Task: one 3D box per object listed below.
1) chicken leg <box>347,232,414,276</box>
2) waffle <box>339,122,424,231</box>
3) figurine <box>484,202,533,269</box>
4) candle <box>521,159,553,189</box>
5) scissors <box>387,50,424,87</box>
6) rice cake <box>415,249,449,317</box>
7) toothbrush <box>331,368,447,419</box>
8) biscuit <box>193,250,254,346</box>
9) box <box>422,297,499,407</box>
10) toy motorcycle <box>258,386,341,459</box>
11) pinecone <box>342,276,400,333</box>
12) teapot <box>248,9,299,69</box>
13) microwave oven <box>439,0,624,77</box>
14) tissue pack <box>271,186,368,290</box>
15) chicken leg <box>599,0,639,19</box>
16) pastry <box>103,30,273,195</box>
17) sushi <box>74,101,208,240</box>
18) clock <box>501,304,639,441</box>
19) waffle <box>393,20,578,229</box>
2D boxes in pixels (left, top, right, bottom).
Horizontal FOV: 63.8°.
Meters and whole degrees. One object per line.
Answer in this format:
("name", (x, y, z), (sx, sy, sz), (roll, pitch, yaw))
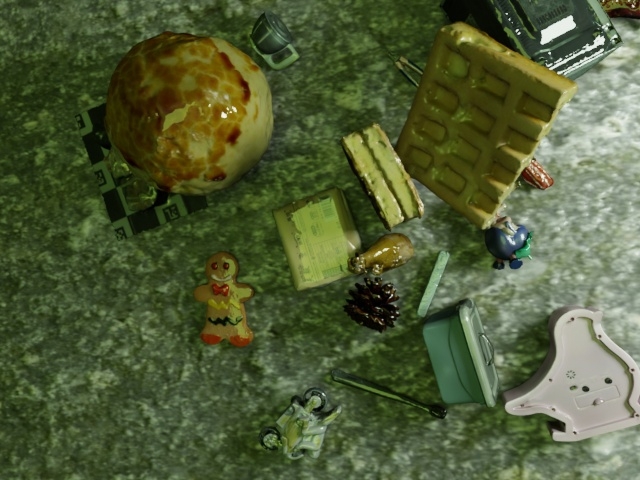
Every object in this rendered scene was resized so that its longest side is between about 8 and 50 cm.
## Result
("chicken leg", (0.130, 0.038, 1.178), (0.101, 0.208, 0.085), (-27, 83, 46))
("waffle", (0.135, -0.126, 1.101), (0.091, 0.308, 0.212), (-29, 87, 8))
("figurine", (0.401, -0.028, 1.162), (0.102, 0.111, 0.195), (-34, 79, 1))
("candle", (0.405, -0.241, 1.168), (0.051, 0.048, 0.329), (-40, 85, 3))
("scissors", (0.204, -0.411, 1.221), (0.113, 0.012, 0.039), (43, 100, 7))
("rice cake", (0.266, 0.103, 1.224), (0.029, 0.033, 0.170), (20, 96, 7))
("toothbrush", (0.164, 0.377, 1.264), (0.298, 0.030, 0.030), (17, 70, 12))
("biscuit", (-0.255, 0.153, 1.340), (0.166, 0.036, 0.249), (-1, 93, 11))
("box", (0.324, 0.254, 1.160), (0.130, 0.162, 0.226), (-18, 89, 23))
("toy motorcycle", (-0.043, 0.476, 1.292), (0.229, 0.074, 0.151), (-43, 86, 9))
("pinecone", (0.127, 0.148, 1.210), (0.140, 0.140, 0.120), (19, 69, 11))
("teapot", (-0.122, -0.482, 1.252), (0.091, 0.092, 0.124), (-32, 79, 29))
("microwave oven", (0.427, -0.452, 1.060), (0.238, 0.181, 0.295), (-28, 87, -6))
("tissue pack", (0.000, 0.000, 1.248), (0.186, 0.090, 0.222), (-19, 90, 10))
("chicken leg", (0.648, -0.505, 1.095), (0.234, 0.063, 0.105), (8, 90, 14))
("pastry", (-0.301, -0.290, 1.170), (0.389, 0.312, 0.388), (0, 81, -1))
("sushi", (-0.497, -0.213, 1.340), (0.297, 0.100, 0.372), (-19, 89, 13))
("clock", (0.542, 0.304, 1.151), (0.290, 0.080, 0.275), (-25, 87, 11))
("waffle", (0.303, -0.230, 1.058), (0.304, 0.078, 0.348), (43, 134, 29))
